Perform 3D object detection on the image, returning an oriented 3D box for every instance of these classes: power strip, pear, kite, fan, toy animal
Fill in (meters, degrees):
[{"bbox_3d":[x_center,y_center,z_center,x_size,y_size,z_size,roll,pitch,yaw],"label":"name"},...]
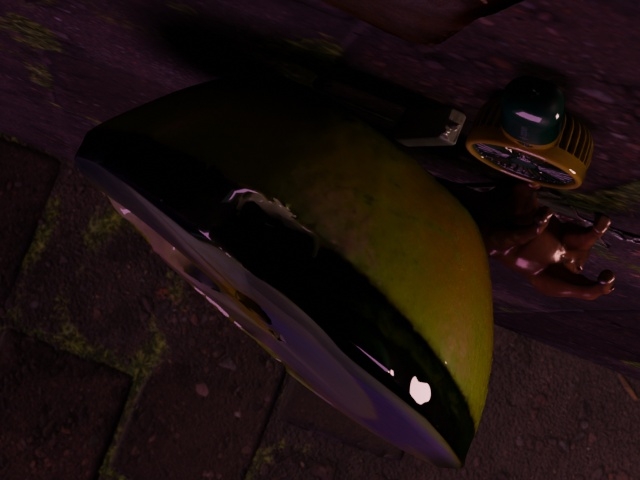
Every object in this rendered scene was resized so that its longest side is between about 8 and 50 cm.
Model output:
[{"bbox_3d":[0.081,-0.084,1.091,0.017,0.027,0.083,24,174,-26],"label":"power strip"},{"bbox_3d":[0.002,-0.002,1.194,0.399,0.165,0.399,37,168,9],"label":"pear"},{"bbox_3d":[0.234,-0.014,1.313,0.250,0.012,0.229,17,174,24],"label":"kite"},{"bbox_3d":[0.137,-0.073,0.940,0.082,0.039,0.155,20,173,9],"label":"fan"},{"bbox_3d":[0.134,-0.028,1.250,0.224,0.066,0.230,38,168,-13],"label":"toy animal"}]

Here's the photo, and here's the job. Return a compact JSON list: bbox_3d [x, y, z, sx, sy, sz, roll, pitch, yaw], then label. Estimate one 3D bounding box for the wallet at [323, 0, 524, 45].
[{"bbox_3d":[0.035,-0.141,0.691,0.137,0.031,0.255,21,175,-12],"label":"wallet"}]
